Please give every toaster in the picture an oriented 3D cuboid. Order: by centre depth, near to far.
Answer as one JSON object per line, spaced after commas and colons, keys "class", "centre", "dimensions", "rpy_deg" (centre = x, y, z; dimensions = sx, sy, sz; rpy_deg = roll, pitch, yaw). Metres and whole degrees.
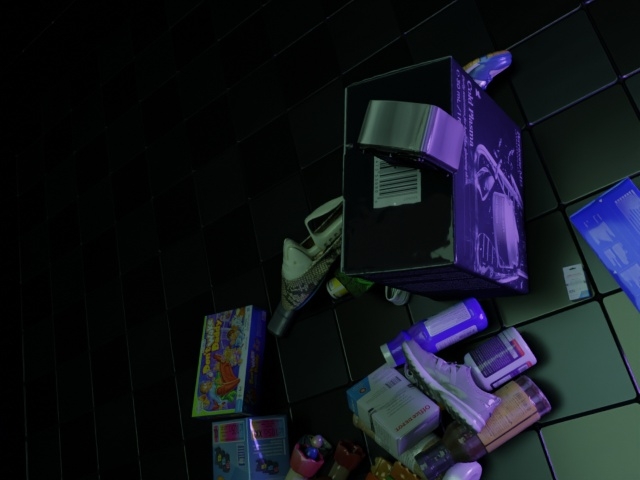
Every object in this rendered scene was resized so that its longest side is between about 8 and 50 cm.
{"class": "toaster", "centre": [0.179, -0.208, 1.270], "dimensions": [0.168, 0.185, 0.110], "rpy_deg": [13, 90, 37]}

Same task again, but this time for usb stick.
{"class": "usb stick", "centre": [-0.091, 0.190, 2.052], "dimensions": [0.077, 0.045, 0.278], "rpy_deg": [33, 99, 38]}

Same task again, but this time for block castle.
{"class": "block castle", "centre": [0.144, 0.685, 1.595], "dimensions": [0.453, 0.303, 0.213], "rpy_deg": [29, 96, 37]}

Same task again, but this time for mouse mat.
{"class": "mouse mat", "centre": [0.123, 0.084, 1.860], "dimensions": [0.152, 0.007, 0.189], "rpy_deg": [-45, 33, 0]}

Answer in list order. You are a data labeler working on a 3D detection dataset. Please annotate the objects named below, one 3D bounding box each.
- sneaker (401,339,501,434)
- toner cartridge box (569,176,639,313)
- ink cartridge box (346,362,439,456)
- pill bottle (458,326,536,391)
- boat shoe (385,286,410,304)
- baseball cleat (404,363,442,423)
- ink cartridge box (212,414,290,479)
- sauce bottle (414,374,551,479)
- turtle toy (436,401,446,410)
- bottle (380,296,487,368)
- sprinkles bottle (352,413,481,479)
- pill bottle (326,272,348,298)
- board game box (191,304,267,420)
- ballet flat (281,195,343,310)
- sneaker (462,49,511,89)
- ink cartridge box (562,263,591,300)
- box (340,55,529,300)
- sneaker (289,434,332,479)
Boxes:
{"class": "sneaker", "centre": [0.313, 0.337, 1.526], "dimensions": [0.115, 0.105, 0.281], "rpy_deg": [-38, 58, -13]}
{"class": "toner cartridge box", "centre": [0.752, 0.039, 1.446], "dimensions": [0.165, 0.075, 0.348], "rpy_deg": [-38, 59, 22]}
{"class": "ink cartridge box", "centre": [0.189, 0.440, 1.638], "dimensions": [0.203, 0.148, 0.086], "rpy_deg": [38, 147, 42]}
{"class": "pill bottle", "centre": [0.430, 0.310, 1.570], "dimensions": [0.193, 0.108, 0.108], "rpy_deg": [-33, 60, 8]}
{"class": "boat shoe", "centre": [0.235, 0.073, 1.820], "dimensions": [0.083, 0.076, 0.226], "rpy_deg": [-4, 76, 36]}
{"class": "baseball cleat", "centre": [0.269, 0.402, 1.693], "dimensions": [0.072, 0.109, 0.206], "rpy_deg": [-25, 67, 24]}
{"class": "ink cartridge box", "centre": [-0.208, 0.741, 1.890], "dimensions": [0.270, 0.151, 0.395], "rpy_deg": [-29, 62, 53]}
{"class": "sauce bottle", "centre": [0.387, 0.461, 1.519], "dimensions": [0.344, 0.111, 0.111], "rpy_deg": [-32, 59, -1]}
{"class": "turtle toy", "centre": [0.356, 0.395, 1.648], "dimensions": [0.130, 0.066, 0.095], "rpy_deg": [-5, 66, 10]}
{"class": "bottle", "centre": [0.297, 0.248, 1.653], "dimensions": [0.283, 0.118, 0.092], "rpy_deg": [-27, 70, 4]}
{"class": "sprinkles bottle", "centre": [0.249, 0.544, 1.665], "dimensions": [0.355, 0.121, 0.121], "rpy_deg": [30, 97, 37]}
{"class": "pill bottle", "centre": [0.081, 0.128, 1.928], "dimensions": [0.116, 0.065, 0.065], "rpy_deg": [-32, 62, 27]}
{"class": "board game box", "centre": [-0.298, 0.407, 2.066], "dimensions": [0.233, 0.078, 0.347], "rpy_deg": [-17, 58, 35]}
{"class": "ballet flat", "centre": [0.000, 0.000, 1.910], "dimensions": [0.483, 0.182, 0.164], "rpy_deg": [-46, 37, 10]}
{"class": "sneaker", "centre": [0.428, -0.426, 1.801], "dimensions": [0.296, 0.112, 0.131], "rpy_deg": [-30, 80, 29]}
{"class": "ink cartridge box", "centre": [0.635, 0.104, 1.546], "dimensions": [0.048, 0.028, 0.083], "rpy_deg": [-18, 69, 32]}
{"class": "box", "centre": [0.299, -0.118, 1.569], "dimensions": [0.297, 0.471, 0.480], "rpy_deg": [-7, 75, 34]}
{"class": "sneaker", "centre": [-0.024, 0.691, 1.853], "dimensions": [0.163, 0.086, 0.226], "rpy_deg": [-39, 57, 26]}
